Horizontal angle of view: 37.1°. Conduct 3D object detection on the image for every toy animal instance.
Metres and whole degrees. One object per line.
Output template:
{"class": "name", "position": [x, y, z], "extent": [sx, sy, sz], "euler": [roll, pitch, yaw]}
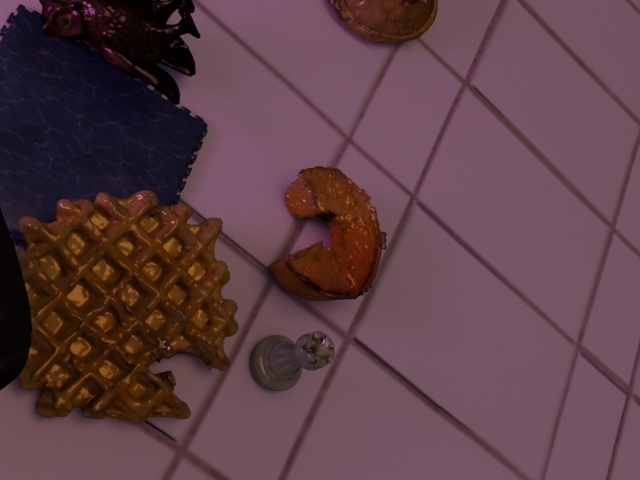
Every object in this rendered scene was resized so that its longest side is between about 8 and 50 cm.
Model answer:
{"class": "toy animal", "position": [-0.230, -0.240, 1.103], "extent": [0.179, 0.116, 0.218], "euler": [-5, 61, -17]}

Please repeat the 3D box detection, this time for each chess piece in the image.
{"class": "chess piece", "position": [-0.029, 0.135, 1.101], "extent": [0.067, 0.103, 0.067], "euler": [13, 67, -33]}

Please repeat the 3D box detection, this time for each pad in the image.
{"class": "pad", "position": [-0.274, -0.098, 1.063], "extent": [0.270, 0.012, 0.269], "euler": [31, 58, -25]}

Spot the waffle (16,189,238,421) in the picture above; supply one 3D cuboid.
{"class": "waffle", "position": [-0.203, 0.068, 1.018], "extent": [0.261, 0.056, 0.250], "euler": [3, 79, -32]}

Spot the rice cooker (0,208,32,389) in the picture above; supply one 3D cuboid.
{"class": "rice cooker", "position": [-0.383, 0.050, 0.778], "extent": [0.224, 0.267, 0.267], "euler": [-12, 81, -43]}

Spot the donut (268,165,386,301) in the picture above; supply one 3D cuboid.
{"class": "donut", "position": [0.009, 0.003, 1.199], "extent": [0.146, 0.078, 0.181], "euler": [25, 54, -29]}

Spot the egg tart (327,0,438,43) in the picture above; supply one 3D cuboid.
{"class": "egg tart", "position": [0.097, -0.390, 1.396], "extent": [0.213, 0.090, 0.212], "euler": [12, 66, -29]}
